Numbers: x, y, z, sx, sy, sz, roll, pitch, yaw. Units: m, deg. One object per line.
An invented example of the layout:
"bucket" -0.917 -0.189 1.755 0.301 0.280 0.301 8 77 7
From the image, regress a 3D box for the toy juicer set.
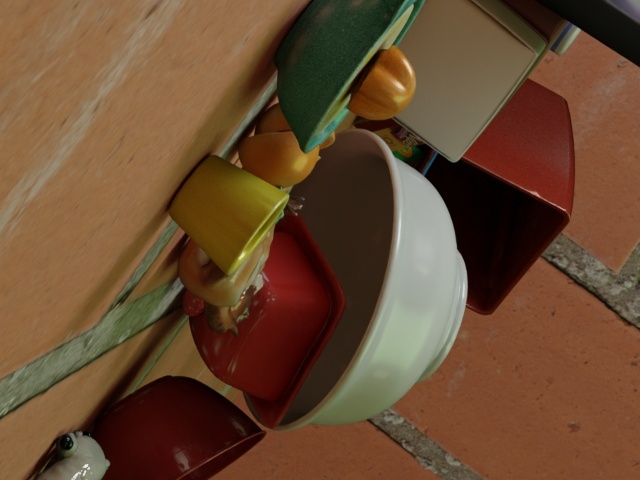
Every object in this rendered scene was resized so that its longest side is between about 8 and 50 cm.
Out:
"toy juicer set" 0.035 -0.130 1.253 0.329 0.089 0.209 -55 176 27

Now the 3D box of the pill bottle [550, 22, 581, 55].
"pill bottle" 0.240 -0.279 2.096 0.078 0.137 0.078 -53 176 -6

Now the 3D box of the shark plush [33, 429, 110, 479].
"shark plush" -0.227 0.194 1.614 0.067 0.073 0.161 -34 -161 5

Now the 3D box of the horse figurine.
"horse figurine" -0.061 -0.003 1.479 0.174 0.066 0.263 -59 179 1

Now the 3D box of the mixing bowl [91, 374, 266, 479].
"mixing bowl" -0.151 0.191 1.748 0.181 0.098 0.181 -32 171 -6

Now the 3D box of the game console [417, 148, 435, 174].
"game console" 0.136 -0.046 2.195 0.085 0.124 0.144 -28 -177 13

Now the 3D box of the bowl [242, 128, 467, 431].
"bowl" 0.047 0.053 1.754 0.298 0.134 0.298 -45 -145 45

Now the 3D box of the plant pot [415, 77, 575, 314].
"plant pot" 0.199 -0.106 2.521 0.267 0.267 0.236 -57 -173 52

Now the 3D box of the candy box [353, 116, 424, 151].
"candy box" 0.129 -0.182 2.036 0.187 0.053 0.109 -50 -161 -26

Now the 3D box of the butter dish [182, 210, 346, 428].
"butter dish" -0.071 0.062 1.675 0.160 0.118 0.160 -60 -143 24

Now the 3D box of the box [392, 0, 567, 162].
"box" 0.154 -0.199 1.845 0.149 0.127 0.232 -54 177 29

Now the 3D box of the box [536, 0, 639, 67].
"box" 0.383 -0.303 1.758 0.294 0.296 0.182 -62 -154 1

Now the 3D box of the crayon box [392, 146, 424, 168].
"crayon box" 0.000 0.000 2.176 0.278 0.081 0.165 -55 176 22
